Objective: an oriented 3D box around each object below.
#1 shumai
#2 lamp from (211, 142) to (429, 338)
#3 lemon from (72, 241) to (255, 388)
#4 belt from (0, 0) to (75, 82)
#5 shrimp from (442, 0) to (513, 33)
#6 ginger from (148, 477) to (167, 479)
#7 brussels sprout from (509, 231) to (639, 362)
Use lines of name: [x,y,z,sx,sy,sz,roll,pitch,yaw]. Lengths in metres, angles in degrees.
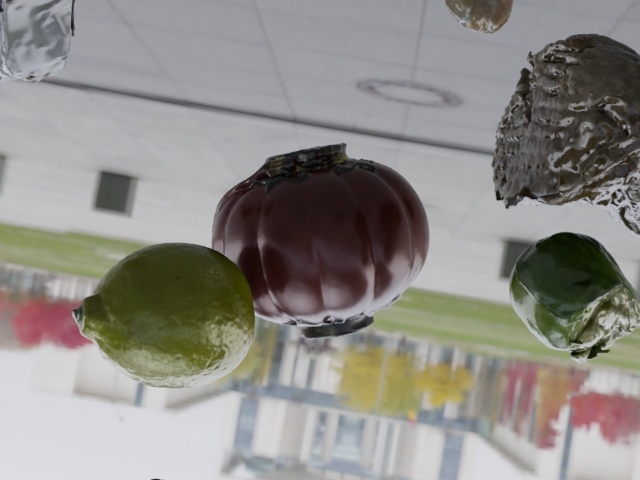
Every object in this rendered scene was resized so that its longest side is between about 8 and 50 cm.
shumai: [0.382,-0.110,1.503,0.283,0.217,0.346,14,169,-11]
lamp: [0.000,0.000,1.708,0.303,0.256,0.303,-10,-173,1]
lemon: [-0.184,0.092,1.527,0.248,0.184,0.184,0,-176,-42]
belt: [-0.386,-0.315,1.649,0.126,0.139,0.230,-15,147,-25]
shrimp: [0.141,-0.314,1.230,0.126,0.223,0.047,-6,174,-44]
ginger: [-0.351,0.600,2.165,0.413,0.211,0.358,52,-153,11]
brussels sprout: [0.307,0.063,1.508,0.183,0.131,0.145,7,-146,-53]
